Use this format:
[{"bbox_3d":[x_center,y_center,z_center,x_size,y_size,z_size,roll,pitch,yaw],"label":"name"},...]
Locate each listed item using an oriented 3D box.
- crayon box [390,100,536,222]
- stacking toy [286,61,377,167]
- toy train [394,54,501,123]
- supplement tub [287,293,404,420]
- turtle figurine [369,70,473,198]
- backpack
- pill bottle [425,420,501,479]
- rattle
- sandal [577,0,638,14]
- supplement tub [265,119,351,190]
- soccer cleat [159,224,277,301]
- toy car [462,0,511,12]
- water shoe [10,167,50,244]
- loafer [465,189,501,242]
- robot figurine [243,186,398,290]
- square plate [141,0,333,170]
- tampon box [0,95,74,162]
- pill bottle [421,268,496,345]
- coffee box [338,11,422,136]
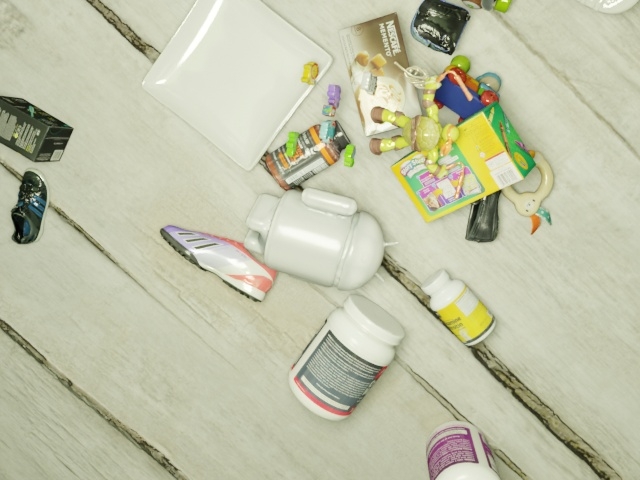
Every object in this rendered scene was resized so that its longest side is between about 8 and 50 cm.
[{"bbox_3d":[0.311,-0.167,1.233,0.278,0.081,0.165,-28,98,48],"label":"crayon box"},{"bbox_3d":[0.023,-0.283,1.237,0.167,0.052,0.221,16,97,24],"label":"stacking toy"},{"bbox_3d":[0.294,-0.370,1.236,0.248,0.143,0.105,33,144,-5],"label":"toy train"},{"bbox_3d":[0.063,0.289,1.362,0.191,0.191,0.272,35,103,-1],"label":"supplement tub"},{"bbox_3d":[0.208,-0.216,1.165,0.218,0.087,0.269,10,121,38],"label":"turtle figurine"},{"bbox_3d":[0.265,-0.489,1.251,0.115,0.084,0.104,23,101,-3],"label":"backpack"},{"bbox_3d":[0.349,0.582,1.326,0.170,0.301,0.169,1,100,6],"label":"pill bottle"},{"bbox_3d":[0.499,-0.108,1.272,0.130,0.143,0.199,-11,93,-10],"label":"rattle"},{"bbox_3d":[0.515,-0.639,1.189,0.416,0.102,0.169,48,126,7],"label":"sandal"},{"bbox_3d":[-0.027,-0.210,1.326,0.198,0.106,0.106,-31,96,10],"label":"supplement tub"},{"bbox_3d":[-0.259,0.035,1.409,0.318,0.108,0.116,31,80,3],"label":"soccer cleat"},{"bbox_3d":[0.335,-0.541,1.166,0.155,0.188,0.148,25,142,7],"label":"toy car"},{"bbox_3d":[-0.766,-0.087,1.443,0.073,0.080,0.202,7,101,5],"label":"water shoe"},{"bbox_3d":[0.384,-0.102,1.313,0.078,0.076,0.223,-1,104,-1],"label":"loafer"},{"bbox_3d":[0.000,0.000,1.311,0.354,0.199,0.299,18,139,3],"label":"robot figurine"},{"bbox_3d":[-0.205,-0.407,1.338,0.347,0.049,0.344,39,103,-1],"label":"square plate"},{"bbox_3d":[-0.739,-0.280,1.385,0.161,0.120,0.101,30,101,1],"label":"tampon box"},{"bbox_3d":[0.336,0.161,1.353,0.103,0.103,0.184,-42,93,12],"label":"pill bottle"},{"bbox_3d":[0.140,-0.379,1.279,0.141,0.098,0.246,-13,99,9],"label":"coffee box"}]
